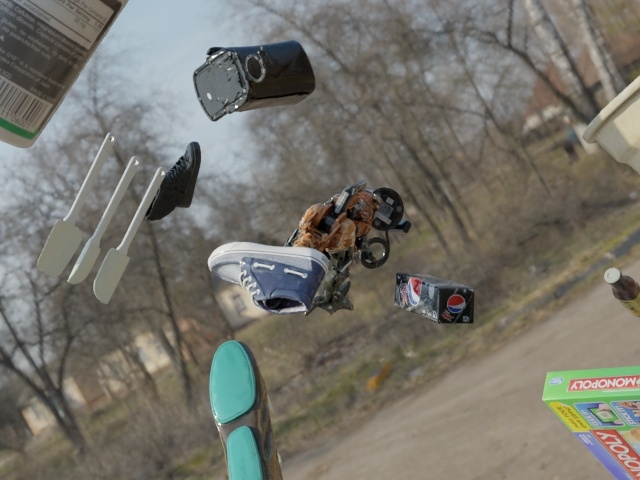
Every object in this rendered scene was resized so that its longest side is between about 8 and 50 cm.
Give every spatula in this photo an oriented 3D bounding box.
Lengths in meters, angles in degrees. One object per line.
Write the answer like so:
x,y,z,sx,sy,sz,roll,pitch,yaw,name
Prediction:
-0.334,-0.037,1.448,0.019,0.168,0.242,14,75,39,spatula

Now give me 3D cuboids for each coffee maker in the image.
-0.093,-0.271,1.555,0.171,0.120,0.178,7,19,40,coffee maker

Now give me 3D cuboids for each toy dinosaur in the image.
0.000,0.000,1.601,0.322,0.164,0.218,-8,-49,-44,toy dinosaur

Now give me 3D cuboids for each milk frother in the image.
0.091,-0.026,1.822,0.143,0.129,0.135,-45,16,-14,milk frother

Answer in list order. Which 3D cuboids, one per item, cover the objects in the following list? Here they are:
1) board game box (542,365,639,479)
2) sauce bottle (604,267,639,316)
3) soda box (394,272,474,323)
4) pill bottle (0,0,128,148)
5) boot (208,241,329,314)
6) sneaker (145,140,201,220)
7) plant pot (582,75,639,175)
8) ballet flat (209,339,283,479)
0.458,0.263,1.196,0.213,0.317,0.046,-14,43,41,board game box
0.477,0.079,1.442,0.042,0.042,0.128,-30,-44,26,sauce bottle
0.166,0.084,1.374,0.060,0.053,0.169,2,4,-17,soda box
-0.389,-0.325,1.266,0.361,0.204,0.204,-56,-2,2,pill bottle
-0.086,0.054,1.279,0.190,0.069,0.086,-2,46,30,boot
-0.297,-0.120,1.861,0.089,0.170,0.051,4,22,-27,sneaker
0.584,-0.123,1.251,0.334,0.305,0.334,-32,-12,-8,plant pot
-0.128,0.353,1.749,0.116,0.342,0.124,-30,-40,14,ballet flat
